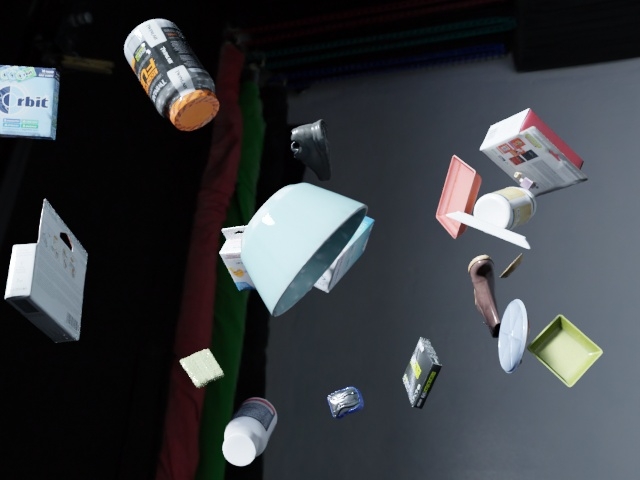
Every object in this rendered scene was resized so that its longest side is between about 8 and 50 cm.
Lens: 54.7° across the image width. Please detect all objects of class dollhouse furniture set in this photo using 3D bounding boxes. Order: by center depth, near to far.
[{"bbox_3d":[0.755,-0.182,2.314,0.081,0.091,0.114,10,-63,-37],"label":"dollhouse furniture set"}]

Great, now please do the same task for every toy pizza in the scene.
[{"bbox_3d":[0.531,0.261,1.682,0.201,0.032,0.201,-171,90,-90],"label":"toy pizza"}]

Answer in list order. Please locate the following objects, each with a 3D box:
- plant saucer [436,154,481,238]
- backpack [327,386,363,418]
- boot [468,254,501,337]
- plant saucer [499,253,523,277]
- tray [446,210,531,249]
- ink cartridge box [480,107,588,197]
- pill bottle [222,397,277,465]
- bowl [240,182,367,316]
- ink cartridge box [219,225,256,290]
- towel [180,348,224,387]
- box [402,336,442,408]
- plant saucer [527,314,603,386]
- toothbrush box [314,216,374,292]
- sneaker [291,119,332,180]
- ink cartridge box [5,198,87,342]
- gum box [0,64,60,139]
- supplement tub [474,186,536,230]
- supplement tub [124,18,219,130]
[{"bbox_3d":[0.518,-0.163,2.305,0.259,0.048,0.258,-107,28,-68],"label":"plant saucer"},{"bbox_3d":[0.104,0.615,2.365,0.101,0.120,0.098,38,-154,-59],"label":"backpack"},{"bbox_3d":[0.571,0.188,2.079,0.248,0.090,0.207,72,-176,-51],"label":"boot"},{"bbox_3d":[0.481,0.067,1.548,0.083,0.015,0.083,-42,-16,-15],"label":"plant saucer"},{"bbox_3d":[0.530,-0.037,1.930,0.030,0.270,0.145,-69,-17,9],"label":"tray"},{"bbox_3d":[0.805,-0.325,2.286,0.309,0.272,0.130,38,-114,-17],"label":"ink cartridge box"},{"bbox_3d":[-0.176,0.471,1.524,0.180,0.108,0.108,-49,-47,-78],"label":"pill bottle"},{"bbox_3d":[-0.057,-0.003,1.345,0.311,0.163,0.311,-49,-9,-10],"label":"bowl"},{"bbox_3d":[-0.202,0.051,1.690,0.061,0.104,0.181,-70,-34,-47],"label":"ink cartridge box"},{"bbox_3d":[-0.403,0.435,2.116,0.110,0.148,0.027,-22,-49,-27],"label":"towel"},{"bbox_3d":[0.360,0.470,2.207,0.190,0.045,0.184,-101,28,-70],"label":"box"},{"bbox_3d":[0.833,0.382,2.128,0.188,0.188,0.045,-38,-21,-18],"label":"plant saucer"},{"bbox_3d":[0.000,0.000,1.818,0.295,0.216,0.126,-43,-27,-55],"label":"toothbrush box"},{"bbox_3d":[-0.029,-0.301,2.100,0.286,0.130,0.109,74,-169,-57],"label":"sneaker"},{"bbox_3d":[-0.619,0.076,1.422,0.275,0.060,0.239,88,176,-61],"label":"ink cartridge box"},{"bbox_3d":[-0.779,-0.364,1.634,0.041,0.157,0.184,149,123,-85],"label":"gum box"},{"bbox_3d":[0.643,-0.106,2.146,0.200,0.144,0.144,-17,-75,-41],"label":"supplement tub"},{"bbox_3d":[-0.483,-0.539,2.035,0.338,0.207,0.207,56,-171,18],"label":"supplement tub"}]
